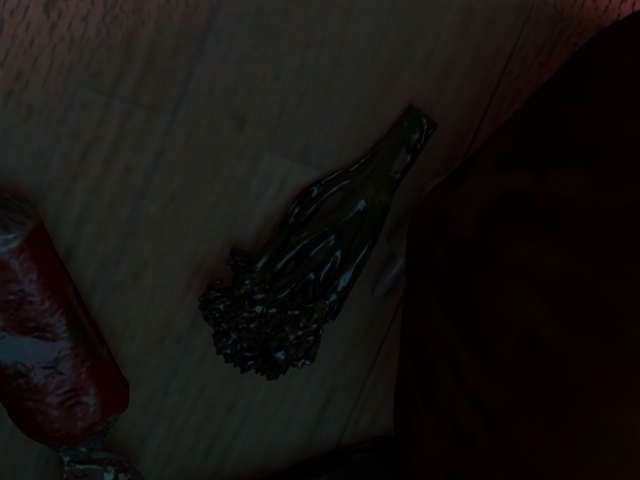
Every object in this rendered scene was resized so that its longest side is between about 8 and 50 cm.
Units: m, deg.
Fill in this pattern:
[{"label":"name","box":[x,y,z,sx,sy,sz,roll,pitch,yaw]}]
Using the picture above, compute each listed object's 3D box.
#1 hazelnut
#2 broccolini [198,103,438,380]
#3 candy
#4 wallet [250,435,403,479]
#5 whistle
[{"label":"hazelnut","box":[0.249,0.079,1.055,0.402,0.402,0.429,23,107,-17]},{"label":"broccolini","box":[0.008,0.004,1.165,0.202,0.091,0.068,-45,154,-6]},{"label":"candy","box":[-0.185,0.055,1.139,0.086,0.059,0.292,-27,112,-2]},{"label":"wallet","box":[-0.002,0.257,1.248,0.182,0.049,0.229,-16,110,-10]},{"label":"whistle","box":[0.066,-0.004,1.177,0.035,0.035,0.100,32,102,-19]}]
